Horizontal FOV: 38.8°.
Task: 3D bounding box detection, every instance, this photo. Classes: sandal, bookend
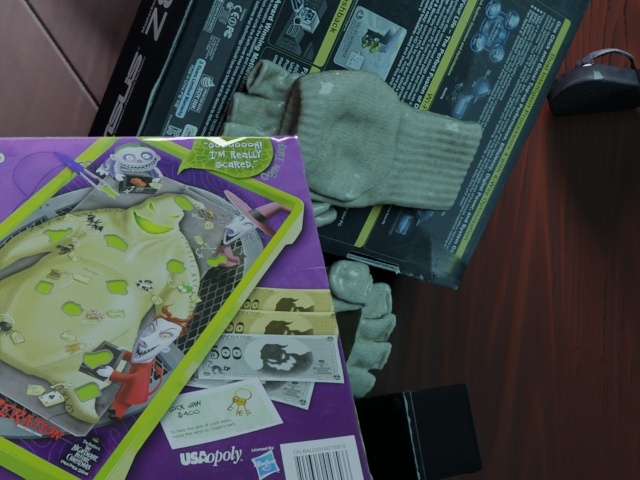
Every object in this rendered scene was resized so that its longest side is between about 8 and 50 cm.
[{"bbox_3d":[0.330,-0.184,1.045,0.254,0.097,0.054,-9,82,-52],"label":"sandal"},{"bbox_3d":[0.065,0.146,0.658,0.157,0.156,0.072,0,75,-41],"label":"bookend"}]

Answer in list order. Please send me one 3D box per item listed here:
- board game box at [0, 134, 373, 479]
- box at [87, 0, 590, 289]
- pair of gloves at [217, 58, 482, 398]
[{"bbox_3d":[-0.162,0.046,0.420,0.347,0.056,0.208,-2,65,-17],"label":"board game box"},{"bbox_3d":[0.050,-0.183,0.659,0.318,0.097,0.395,16,102,-34],"label":"box"},{"bbox_3d":[0.000,0.000,0.633,0.204,0.042,0.240,16,107,-35],"label":"pair of gloves"}]
